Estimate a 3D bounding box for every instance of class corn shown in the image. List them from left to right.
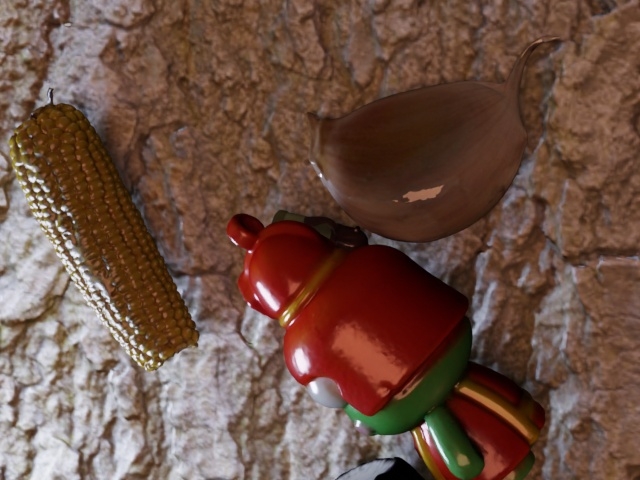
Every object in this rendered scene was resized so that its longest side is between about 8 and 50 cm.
[{"bbox_3d":[-0.233,-0.007,1.287,0.101,0.101,0.310,-25,96,19],"label":"corn"}]

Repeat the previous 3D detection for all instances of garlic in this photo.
[{"bbox_3d":[0.126,-0.083,1.182,0.266,0.128,0.148,-19,107,8],"label":"garlic"}]

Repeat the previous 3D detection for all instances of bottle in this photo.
[{"bbox_3d":[0.000,0.000,1.247,0.101,0.063,0.047,11,76,11],"label":"bottle"}]

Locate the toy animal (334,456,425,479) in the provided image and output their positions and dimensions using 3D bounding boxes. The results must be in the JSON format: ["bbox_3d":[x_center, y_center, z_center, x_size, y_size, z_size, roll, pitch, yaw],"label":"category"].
[{"bbox_3d":[0.085,0.393,1.205,0.251,0.251,0.310,-38,93,19],"label":"toy animal"}]

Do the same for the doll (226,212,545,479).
[{"bbox_3d":[0.057,0.093,1.168,0.363,0.182,0.160,37,112,1],"label":"doll"}]
